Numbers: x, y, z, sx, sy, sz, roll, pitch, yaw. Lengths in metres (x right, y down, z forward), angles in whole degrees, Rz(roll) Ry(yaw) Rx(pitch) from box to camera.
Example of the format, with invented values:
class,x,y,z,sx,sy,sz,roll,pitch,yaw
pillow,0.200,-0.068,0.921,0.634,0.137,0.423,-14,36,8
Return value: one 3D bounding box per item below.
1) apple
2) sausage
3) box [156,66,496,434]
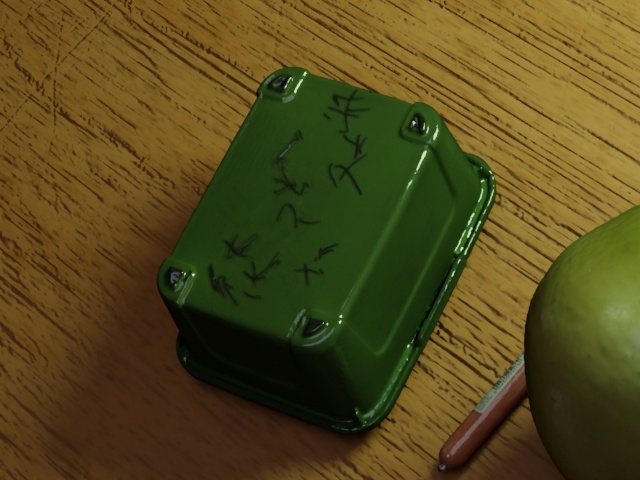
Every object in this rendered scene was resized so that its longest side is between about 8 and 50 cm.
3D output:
class,x,y,z,sx,sy,sz,roll,pitch,yaw
apple,0.316,0.105,1.557,0.292,0.292,0.254,-31,39,1
sausage,0.188,0.139,1.726,0.029,0.029,0.223,38,80,29
box,0.000,0.000,1.771,0.253,0.178,0.328,18,71,23
